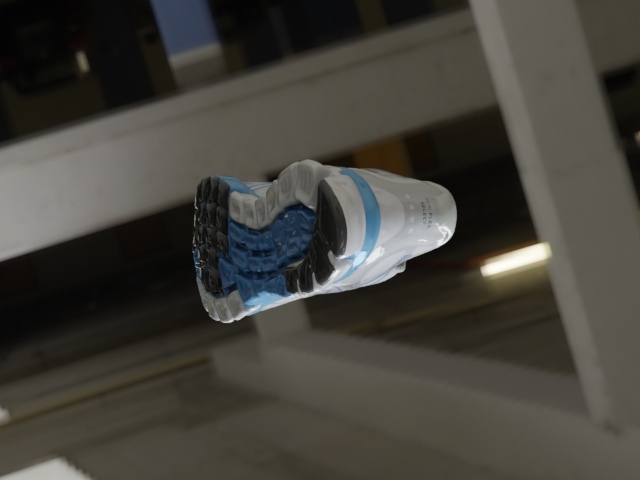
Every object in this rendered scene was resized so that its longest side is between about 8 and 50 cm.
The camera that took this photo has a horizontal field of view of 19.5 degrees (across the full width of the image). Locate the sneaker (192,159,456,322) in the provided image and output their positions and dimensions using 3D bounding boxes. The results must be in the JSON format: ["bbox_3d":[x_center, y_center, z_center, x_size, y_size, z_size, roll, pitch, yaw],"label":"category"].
[{"bbox_3d":[0.000,0.000,0.868,0.083,0.071,0.190,-5,-179,-26],"label":"sneaker"}]
